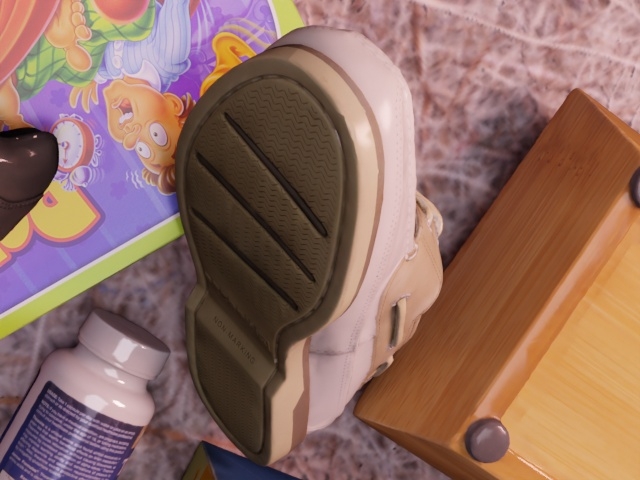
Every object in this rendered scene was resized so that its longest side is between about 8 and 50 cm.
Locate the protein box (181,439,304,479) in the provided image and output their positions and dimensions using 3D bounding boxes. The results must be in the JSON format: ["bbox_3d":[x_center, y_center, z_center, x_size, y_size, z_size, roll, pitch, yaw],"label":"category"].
[{"bbox_3d":[0.009,0.229,0.650,0.201,0.200,0.136,24,93,-15],"label":"protein box"}]

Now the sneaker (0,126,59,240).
[{"bbox_3d":[-0.226,-0.103,0.522,0.130,0.109,0.286,-39,114,-11],"label":"sneaker"}]

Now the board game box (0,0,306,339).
[{"bbox_3d":[-0.187,-0.074,0.619,0.347,0.078,0.233,-31,104,-6],"label":"board game box"}]

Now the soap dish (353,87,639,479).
[{"bbox_3d":[0.201,0.088,0.712,0.291,0.118,0.229,34,91,-14],"label":"soap dish"}]

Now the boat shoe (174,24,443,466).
[{"bbox_3d":[0.000,0.000,0.593,0.103,0.302,0.113,-31,69,-26],"label":"boat shoe"}]

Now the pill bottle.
[{"bbox_3d":[-0.132,0.101,0.666,0.067,0.067,0.120,29,92,-15],"label":"pill bottle"}]
